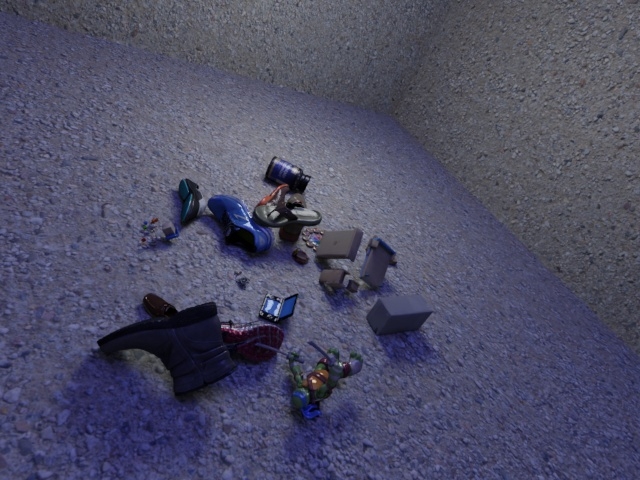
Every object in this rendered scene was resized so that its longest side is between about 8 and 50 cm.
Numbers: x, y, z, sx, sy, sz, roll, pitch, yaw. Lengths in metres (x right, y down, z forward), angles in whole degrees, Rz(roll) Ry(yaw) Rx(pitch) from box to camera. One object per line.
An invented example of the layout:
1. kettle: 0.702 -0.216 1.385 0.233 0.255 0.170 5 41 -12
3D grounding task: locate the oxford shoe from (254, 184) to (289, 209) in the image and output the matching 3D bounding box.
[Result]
1. oxford shoe: -0.209 -0.181 2.007 0.098 0.097 0.271 44 40 -4

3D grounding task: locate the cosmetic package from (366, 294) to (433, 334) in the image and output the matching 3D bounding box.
1. cosmetic package: 0.317 0.295 1.690 0.238 0.127 0.107 5 40 -33

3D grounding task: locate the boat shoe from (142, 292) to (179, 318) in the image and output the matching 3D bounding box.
1. boat shoe: -0.469 0.215 1.288 0.178 0.060 0.064 38 34 16

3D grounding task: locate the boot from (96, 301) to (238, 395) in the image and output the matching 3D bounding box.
1. boot: -0.409 0.312 1.124 0.118 0.339 0.222 -12 87 -86

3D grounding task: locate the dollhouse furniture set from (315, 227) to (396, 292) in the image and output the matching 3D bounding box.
1. dollhouse furniture set: 0.148 0.121 1.852 0.303 0.198 0.286 35 66 -35

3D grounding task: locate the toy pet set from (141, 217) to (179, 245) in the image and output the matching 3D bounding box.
1. toy pet set: -0.587 -0.027 1.557 0.114 0.065 0.122 -17 41 -3

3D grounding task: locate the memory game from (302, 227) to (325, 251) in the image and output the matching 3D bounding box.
1. memory game: 0.000 0.000 1.966 0.186 0.012 0.186 19 34 -13

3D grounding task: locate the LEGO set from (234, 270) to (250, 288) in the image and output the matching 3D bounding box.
1. LEGO set: -0.289 0.139 1.556 0.083 0.023 0.054 43 36 22

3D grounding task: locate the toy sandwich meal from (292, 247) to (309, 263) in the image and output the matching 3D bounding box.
1. toy sandwich meal: -0.083 0.064 1.802 0.086 0.029 0.085 19 34 -14

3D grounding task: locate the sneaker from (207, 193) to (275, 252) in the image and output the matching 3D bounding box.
1. sneaker: -0.341 -0.070 1.709 0.330 0.129 0.147 38 32 15

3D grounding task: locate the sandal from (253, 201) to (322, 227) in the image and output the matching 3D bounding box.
1. sandal: -0.132 -0.121 1.760 0.303 0.086 0.120 -2 47 -25

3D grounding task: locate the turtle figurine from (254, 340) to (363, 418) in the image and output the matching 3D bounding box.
1. turtle figurine: 0.000 0.366 1.282 0.266 0.198 0.274 -8 64 -55

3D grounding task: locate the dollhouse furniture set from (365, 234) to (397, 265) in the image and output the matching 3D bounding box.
1. dollhouse furniture set: 0.316 0.036 2.042 0.151 0.123 0.144 12 36 -23

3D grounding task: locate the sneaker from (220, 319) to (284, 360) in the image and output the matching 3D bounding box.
1. sneaker: -0.248 0.293 1.301 0.299 0.120 0.112 13 5 -34

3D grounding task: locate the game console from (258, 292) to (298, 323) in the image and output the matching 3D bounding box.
1. game console: -0.147 0.227 1.496 0.107 0.071 0.122 24 33 -7

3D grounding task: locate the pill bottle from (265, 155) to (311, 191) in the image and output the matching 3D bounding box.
1. pill bottle: -0.166 -0.340 2.208 0.219 0.122 0.122 25 33 -3

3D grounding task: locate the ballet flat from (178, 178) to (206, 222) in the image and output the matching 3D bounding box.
1. ballet flat: -0.523 -0.163 1.743 0.096 0.095 0.280 20 32 -34

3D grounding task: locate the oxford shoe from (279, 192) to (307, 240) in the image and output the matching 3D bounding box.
1. oxford shoe: -0.103 -0.139 1.972 0.123 0.130 0.348 20 34 -13
